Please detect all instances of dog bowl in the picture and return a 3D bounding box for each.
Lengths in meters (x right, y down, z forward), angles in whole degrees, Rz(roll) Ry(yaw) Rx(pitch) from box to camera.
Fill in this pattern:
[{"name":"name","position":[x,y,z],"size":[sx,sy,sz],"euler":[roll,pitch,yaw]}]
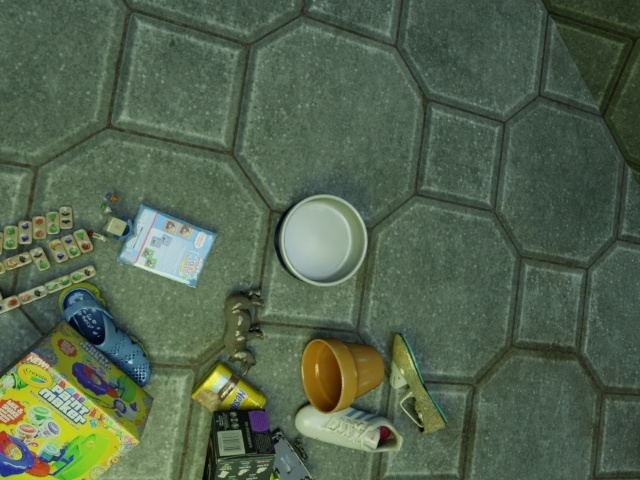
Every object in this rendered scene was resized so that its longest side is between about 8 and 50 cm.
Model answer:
[{"name":"dog bowl","position":[0.000,0.000,1.308],"size":[0.265,0.104,0.265],"euler":[0,89,-19]}]

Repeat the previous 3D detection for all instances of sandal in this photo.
[{"name":"sandal","position":[-0.541,0.250,1.098],"size":[0.126,0.138,0.317],"euler":[-39,103,-18]}]

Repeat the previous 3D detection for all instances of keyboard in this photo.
[{"name":"keyboard","position":[-0.087,0.633,1.275],"size":[0.108,0.023,0.180],"euler":[-34,78,-21]}]

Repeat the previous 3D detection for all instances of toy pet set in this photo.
[{"name":"toy pet set","position":[-0.526,-0.048,1.141],"size":[0.065,0.114,0.122],"euler":[30,80,-45]}]

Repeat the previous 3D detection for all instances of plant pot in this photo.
[{"name":"plant pot","position":[0.075,0.380,1.291],"size":[0.188,0.205,0.205],"euler":[1,89,-35]}]

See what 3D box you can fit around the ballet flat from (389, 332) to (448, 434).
[{"name":"ballet flat","position":[0.285,0.464,1.400],"size":[0.123,0.123,0.348],"euler":[-30,98,-17]}]

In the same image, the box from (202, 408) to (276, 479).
[{"name":"box","position":[-0.219,0.595,1.140],"size":[0.143,0.165,0.270],"euler":[5,111,-19]}]

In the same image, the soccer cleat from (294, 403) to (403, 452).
[{"name":"soccer cleat","position":[0.092,0.554,1.308],"size":[0.331,0.143,0.116],"euler":[15,84,-18]}]

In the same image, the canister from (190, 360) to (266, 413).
[{"name":"canister","position":[-0.255,0.432,1.222],"size":[0.170,0.073,0.126],"euler":[43,86,-12]}]

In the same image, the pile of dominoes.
[{"name":"pile of dominoes","position":[-0.693,0.038,1.070],"size":[0.251,0.040,0.196],"euler":[-26,90,-27]}]

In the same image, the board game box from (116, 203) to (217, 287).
[{"name":"board game box","position":[-0.411,0.017,1.198],"size":[0.211,0.039,0.160],"euler":[23,82,-16]}]

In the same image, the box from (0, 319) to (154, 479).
[{"name":"box","position":[-0.585,0.387,0.966],"size":[0.279,0.177,0.290],"euler":[-41,106,-1]}]

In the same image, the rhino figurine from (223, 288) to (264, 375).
[{"name":"rhino figurine","position":[-0.218,0.259,1.244],"size":[0.106,0.073,0.243],"euler":[1,90,-23]}]

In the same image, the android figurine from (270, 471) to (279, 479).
[{"name":"android figurine","position":[-0.103,0.792,1.283],"size":[0.248,0.056,0.273],"euler":[-5,92,-19]}]
